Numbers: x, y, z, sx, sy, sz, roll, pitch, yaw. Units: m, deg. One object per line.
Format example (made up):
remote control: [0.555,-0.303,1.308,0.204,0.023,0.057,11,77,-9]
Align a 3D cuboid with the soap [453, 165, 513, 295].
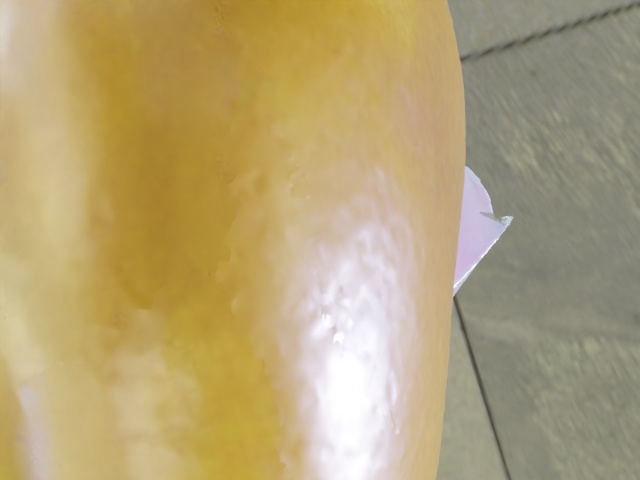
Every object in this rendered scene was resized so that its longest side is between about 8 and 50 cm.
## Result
soap: [0.000,0.000,0.680,0.100,0.056,0.149,56,141,-6]

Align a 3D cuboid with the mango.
mango: [-0.031,-0.005,0.436,0.139,0.254,0.175,-15,146,19]
